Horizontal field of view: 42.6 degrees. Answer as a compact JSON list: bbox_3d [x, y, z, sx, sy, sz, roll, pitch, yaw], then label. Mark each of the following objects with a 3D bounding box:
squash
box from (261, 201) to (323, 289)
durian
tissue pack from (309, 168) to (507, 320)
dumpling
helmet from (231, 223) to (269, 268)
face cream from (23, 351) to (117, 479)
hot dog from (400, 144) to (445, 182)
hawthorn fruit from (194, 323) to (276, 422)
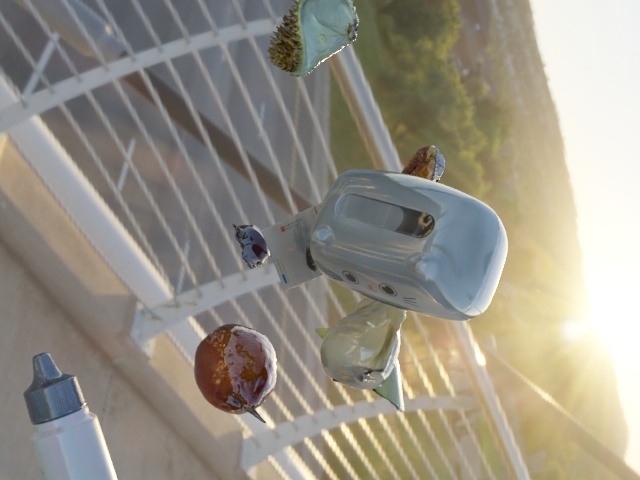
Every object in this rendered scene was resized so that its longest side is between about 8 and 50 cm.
[{"bbox_3d":[0.103,0.320,1.956,0.237,0.204,0.155,39,54,-25],"label":"squash"},{"bbox_3d":[-0.001,0.001,1.812,0.067,0.233,0.149,-7,75,-65],"label":"box"},{"bbox_3d":[-0.019,-0.415,1.659,0.139,0.144,0.252,48,46,3],"label":"durian"},{"bbox_3d":[0.147,0.001,1.460,0.236,0.333,0.229,36,74,-57],"label":"tissue pack"},{"bbox_3d":[0.112,0.214,1.771,0.175,0.243,0.227,46,64,-42],"label":"dumpling"},{"bbox_3d":[-0.165,0.006,1.998,0.098,0.070,0.123,78,-7,-73],"label":"helmet"},{"bbox_3d":[-0.324,0.298,1.086,0.092,0.092,0.311,-29,102,-75],"label":"face cream"},{"bbox_3d":[0.240,-0.153,2.231,0.069,0.252,0.131,28,34,-25],"label":"hot dog"},{"bbox_3d":[-0.195,0.333,2.001,0.262,0.210,0.210,56,-2,44],"label":"hawthorn fruit"}]
